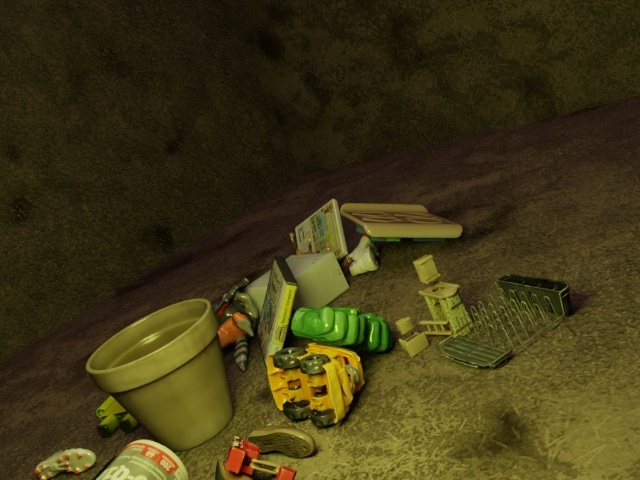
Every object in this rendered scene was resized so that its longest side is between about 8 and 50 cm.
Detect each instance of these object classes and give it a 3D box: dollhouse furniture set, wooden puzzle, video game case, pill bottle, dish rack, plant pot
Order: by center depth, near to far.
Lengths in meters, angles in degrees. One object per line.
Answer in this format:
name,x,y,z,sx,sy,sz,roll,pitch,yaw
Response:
pill bottle,-0.386,0.528,1.372,0.161,0.161,0.283,-16,17,28
dish rack,0.390,0.174,1.563,0.271,0.074,0.208,-30,15,-21
dollhouse furniture set,0.241,0.152,1.657,0.161,0.182,0.101,-30,16,-21
plant pot,-0.354,0.340,1.746,0.323,0.280,0.323,-22,15,6
video game case,-0.125,0.194,2.002,0.035,0.248,0.275,11,11,-13
wooden puzzle,0.255,-0.049,2.375,0.322,0.080,0.348,0,14,-13
video game case,0.000,0.000,2.497,0.206,0.026,0.227,-37,48,34

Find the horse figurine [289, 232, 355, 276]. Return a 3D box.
horse figurine,-0.004,0.067,2.364,0.263,0.174,0.066,23,50,34

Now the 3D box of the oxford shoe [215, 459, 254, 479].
oxford shoe,-0.163,0.482,1.408,0.076,0.076,0.212,3,2,-20

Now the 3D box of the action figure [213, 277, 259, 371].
action figure,-0.281,0.298,2.148,0.341,0.178,0.330,-52,3,13

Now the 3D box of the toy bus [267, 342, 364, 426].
toy bus,0.021,0.302,1.610,0.211,0.149,0.220,-15,9,-37

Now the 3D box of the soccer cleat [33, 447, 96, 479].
soccer cleat,-0.649,0.564,1.859,0.196,0.068,0.076,-21,12,22

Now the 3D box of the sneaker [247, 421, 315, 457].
sneaker,-0.072,0.403,1.505,0.188,0.066,0.071,-10,20,42

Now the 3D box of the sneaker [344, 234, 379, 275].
sneaker,0.129,0.048,2.396,0.115,0.090,0.232,-25,13,13

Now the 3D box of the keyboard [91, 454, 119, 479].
keyboard,-0.486,0.576,1.625,0.201,0.033,0.317,-24,14,29

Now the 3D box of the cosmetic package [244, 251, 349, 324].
cosmetic package,-0.077,0.149,2.267,0.225,0.138,0.224,-37,19,-35

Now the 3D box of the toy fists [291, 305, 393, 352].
toy fists,0.067,0.206,1.695,0.142,0.096,0.279,5,-11,39

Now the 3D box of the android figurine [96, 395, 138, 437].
android figurine,-0.515,0.452,2.059,0.248,0.056,0.273,-17,18,27

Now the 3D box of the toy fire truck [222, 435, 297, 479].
toy fire truck,-0.119,0.437,1.412,0.192,0.135,0.047,128,162,-82
